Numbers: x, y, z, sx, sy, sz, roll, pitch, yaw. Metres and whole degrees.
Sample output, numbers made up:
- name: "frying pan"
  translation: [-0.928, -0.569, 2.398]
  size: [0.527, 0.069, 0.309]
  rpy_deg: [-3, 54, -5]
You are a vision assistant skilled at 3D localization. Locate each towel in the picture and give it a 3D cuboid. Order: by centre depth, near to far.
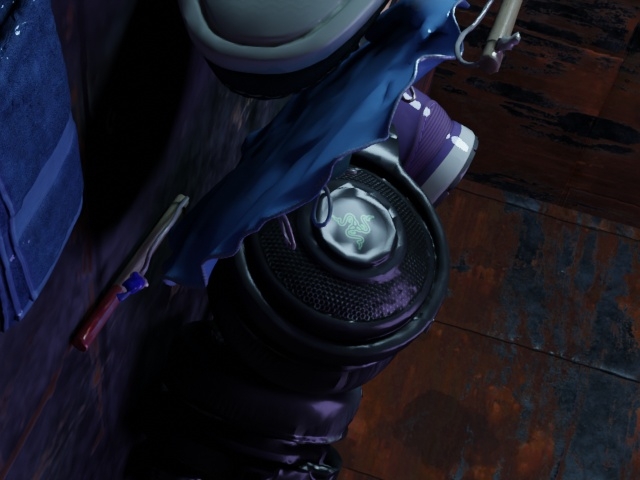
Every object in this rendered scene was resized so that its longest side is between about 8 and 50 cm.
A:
- name: "towel"
  translation: [-0.097, -0.028, 0.342]
  size: [0.119, 0.029, 0.067]
  rpy_deg: [97, 10, -55]

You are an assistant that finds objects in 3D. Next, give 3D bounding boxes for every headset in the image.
- name: "headset"
  translation: [0.005, 0.072, 0.658]
  size: [0.394, 0.185, 0.243]
  rpy_deg: [-89, -160, -54]

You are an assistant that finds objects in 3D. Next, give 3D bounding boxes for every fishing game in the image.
- name: "fishing game"
  translation: [-0.001, -0.042, 0.499]
  size: [0.264, 0.041, 0.189]
  rpy_deg: [-35, -162, 32]

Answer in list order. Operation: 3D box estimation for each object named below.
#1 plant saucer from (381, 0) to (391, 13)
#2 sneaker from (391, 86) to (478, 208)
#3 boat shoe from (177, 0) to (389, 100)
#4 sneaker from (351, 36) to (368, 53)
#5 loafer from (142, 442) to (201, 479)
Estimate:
- name: "plant saucer"
  translation: [0.062, -0.300, 1.013]
  size: [0.200, 0.037, 0.200]
  rpy_deg: [17, 90, -85]
- name: "sneaker"
  translation: [-0.010, -0.015, 0.895]
  size: [0.283, 0.124, 0.107]
  rpy_deg: [-50, -168, 13]
- name: "boat shoe"
  translation: [0.010, -0.166, 0.550]
  size: [0.091, 0.114, 0.302]
  rpy_deg: [89, 18, -52]
- name: "sneaker"
  translation: [0.018, -0.161, 0.934]
  size: [0.089, 0.051, 0.170]
  rpy_deg: [-67, 166, -46]
- name: "loafer"
  translation: [-0.093, 0.174, 0.767]
  size: [0.170, 0.062, 0.061]
  rpy_deg: [59, 52, -80]
